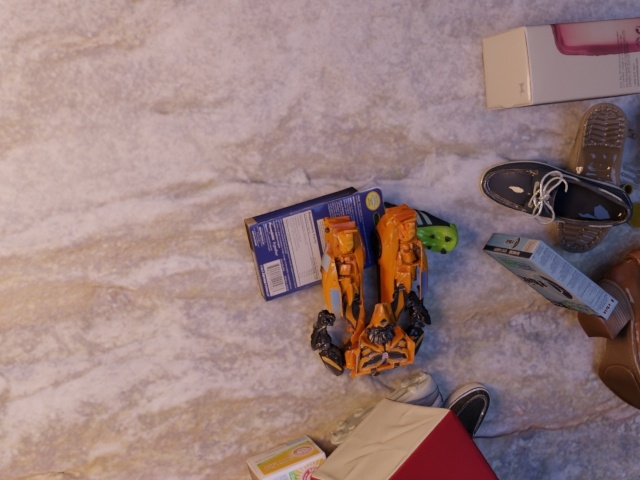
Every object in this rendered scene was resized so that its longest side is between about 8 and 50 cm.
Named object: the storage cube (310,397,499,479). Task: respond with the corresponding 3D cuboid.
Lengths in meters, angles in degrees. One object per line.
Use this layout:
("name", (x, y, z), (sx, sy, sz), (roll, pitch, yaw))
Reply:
("storage cube", (0.136, 0.379, 1.328), (0.215, 0.183, 0.193), (-41, 106, -25))

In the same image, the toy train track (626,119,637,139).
("toy train track", (0.543, -0.201, 1.590), (0.083, 0.014, 0.048), (16, 89, -18))

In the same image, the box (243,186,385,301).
("box", (0.000, 0.000, 1.402), (0.225, 0.036, 0.136), (-17, 114, -14))

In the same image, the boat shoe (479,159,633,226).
("boat shoe", (0.394, -0.072, 1.472), (0.254, 0.079, 0.095), (17, 107, 8))

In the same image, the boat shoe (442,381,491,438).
("boat shoe", (0.229, 0.344, 1.505), (0.078, 0.070, 0.219), (40, 82, -17))

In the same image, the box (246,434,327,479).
("box", (-0.030, 0.436, 1.411), (0.114, 0.103, 0.203), (-20, 100, -16))

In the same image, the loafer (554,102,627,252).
("loafer", (0.477, -0.109, 1.536), (0.101, 0.092, 0.269), (14, 107, 10))

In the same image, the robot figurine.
("robot figurine", (0.085, 0.095, 1.402), (0.211, 0.085, 0.291), (-11, 113, -16))

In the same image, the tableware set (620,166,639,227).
("tableware set", (0.610, -0.069, 1.618), (0.154, 0.024, 0.104), (20, 89, -19))

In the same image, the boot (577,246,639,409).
("boot", (0.591, 0.155, 1.603), (0.220, 0.109, 0.283), (-42, 109, -23))

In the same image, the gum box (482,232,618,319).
("gum box", (0.388, 0.058, 1.487), (0.184, 0.157, 0.041), (36, 83, -17))

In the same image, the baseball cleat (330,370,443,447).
("baseball cleat", (0.120, 0.309, 1.467), (0.206, 0.072, 0.109), (-31, 110, -9))

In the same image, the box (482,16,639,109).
("box", (0.410, -0.295, 1.468), (0.232, 0.148, 0.127), (-8, 97, -18))

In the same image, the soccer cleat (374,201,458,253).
("soccer cleat", (0.143, -0.029, 1.455), (0.178, 0.072, 0.060), (20, 121, 0))
